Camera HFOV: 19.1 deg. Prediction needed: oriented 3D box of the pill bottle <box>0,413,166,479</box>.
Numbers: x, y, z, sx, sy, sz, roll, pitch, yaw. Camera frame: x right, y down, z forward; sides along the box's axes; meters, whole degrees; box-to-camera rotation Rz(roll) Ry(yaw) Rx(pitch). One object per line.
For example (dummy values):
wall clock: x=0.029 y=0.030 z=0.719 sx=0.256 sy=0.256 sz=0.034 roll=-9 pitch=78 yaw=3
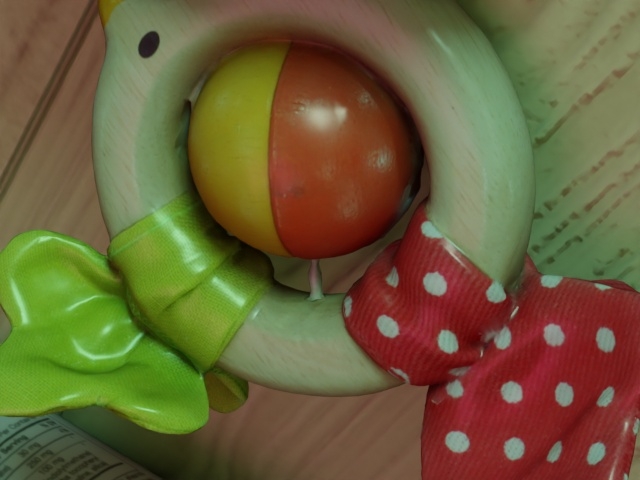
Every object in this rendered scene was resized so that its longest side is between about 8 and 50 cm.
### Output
pill bottle: x=-0.139 y=0.167 z=0.902 sx=0.283 sy=0.160 sz=0.160 roll=28 pitch=139 yaw=19

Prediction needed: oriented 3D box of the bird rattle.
bird rattle: x=0.000 y=0.000 z=0.664 sx=0.253 sy=0.143 sz=0.207 roll=9 pitch=114 yaw=32
